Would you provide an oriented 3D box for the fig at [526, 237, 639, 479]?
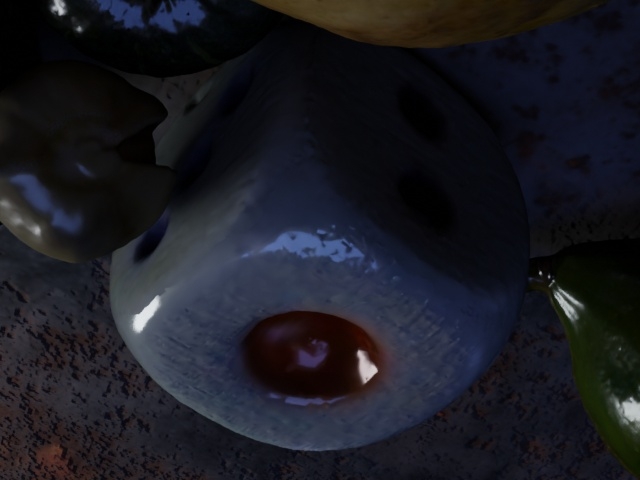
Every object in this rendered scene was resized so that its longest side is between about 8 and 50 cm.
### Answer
[{"bbox_3d":[0.247,0.070,0.777,0.245,0.195,0.195,40,132,5],"label":"fig"}]

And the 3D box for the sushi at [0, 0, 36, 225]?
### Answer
[{"bbox_3d":[-0.277,-0.112,0.629,0.210,0.171,0.350,2,137,0],"label":"sushi"}]

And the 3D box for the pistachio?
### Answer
[{"bbox_3d":[-0.132,-0.041,0.635,0.113,0.113,0.149,7,179,-3],"label":"pistachio"}]

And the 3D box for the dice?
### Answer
[{"bbox_3d":[0.000,0.000,0.708,0.194,0.192,0.193,32,131,-24],"label":"dice"}]

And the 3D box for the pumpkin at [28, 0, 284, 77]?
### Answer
[{"bbox_3d":[-0.085,-0.164,0.594,0.167,0.125,0.167,10,141,9],"label":"pumpkin"}]

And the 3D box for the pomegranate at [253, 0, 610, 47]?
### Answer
[{"bbox_3d":[0.051,-0.219,0.415,0.322,0.322,0.322,2,136,2],"label":"pomegranate"}]
